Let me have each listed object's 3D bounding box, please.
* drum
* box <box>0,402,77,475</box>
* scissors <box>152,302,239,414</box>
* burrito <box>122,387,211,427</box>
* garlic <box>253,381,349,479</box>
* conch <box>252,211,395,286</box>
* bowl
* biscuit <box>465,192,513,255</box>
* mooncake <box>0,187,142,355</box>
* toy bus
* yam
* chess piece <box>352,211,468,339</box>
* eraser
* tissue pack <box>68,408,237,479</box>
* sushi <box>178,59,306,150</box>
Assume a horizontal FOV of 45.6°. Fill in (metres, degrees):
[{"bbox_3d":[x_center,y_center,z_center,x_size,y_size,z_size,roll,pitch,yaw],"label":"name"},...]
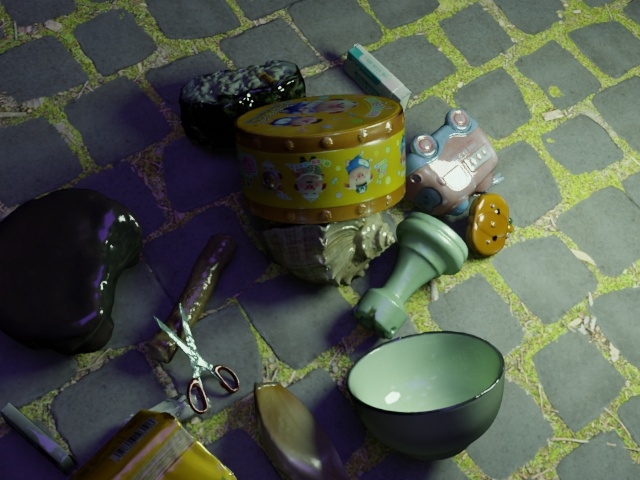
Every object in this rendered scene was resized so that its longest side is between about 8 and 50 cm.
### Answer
[{"bbox_3d":[0.001,-0.207,1.852,0.431,0.214,0.431,-5,23,2],"label":"drum"},{"bbox_3d":[-0.602,0.425,1.625,0.177,0.115,0.036,36,62,12],"label":"box"},{"bbox_3d":[-0.291,0.264,1.746,0.144,0.017,0.248,-28,85,-46],"label":"scissors"},{"bbox_3d":[-0.345,0.389,1.714,0.203,0.064,0.064,-19,67,-19],"label":"burrito"},{"bbox_3d":[-0.060,0.443,1.696,0.143,0.112,0.318,-12,56,-39],"label":"garlic"},{"bbox_3d":[0.005,0.017,1.867,0.352,0.297,0.210,-16,84,23],"label":"conch"},{"bbox_3d":[0.244,0.364,1.701,0.353,0.354,0.185,-18,110,-16],"label":"bowl"},{"bbox_3d":[0.456,-0.040,2.011,0.170,0.050,0.170,-3,95,-37],"label":"biscuit"},{"bbox_3d":[-0.597,0.072,1.755,0.350,0.212,0.381,20,64,8],"label":"mooncake"},{"bbox_3d":[0.343,-0.189,2.047,0.294,0.197,0.232,-38,84,-25],"label":"toy bus"},{"bbox_3d":[-0.310,0.136,1.841,0.081,0.081,0.357,25,62,5],"label":"yam"},{"bbox_3d":[0.211,0.096,1.886,0.194,0.194,0.299,35,72,10],"label":"chess piece"},{"bbox_3d":[0.163,-0.464,2.210,0.052,0.095,0.225,-37,73,-23],"label":"eraser"},{"bbox_3d":[-0.388,0.536,1.480,0.382,0.293,0.228,-44,101,-26],"label":"tissue pack"},{"bbox_3d":[-0.205,-0.367,2.059,0.350,0.171,0.211,-17,38,-12],"label":"sushi"}]
